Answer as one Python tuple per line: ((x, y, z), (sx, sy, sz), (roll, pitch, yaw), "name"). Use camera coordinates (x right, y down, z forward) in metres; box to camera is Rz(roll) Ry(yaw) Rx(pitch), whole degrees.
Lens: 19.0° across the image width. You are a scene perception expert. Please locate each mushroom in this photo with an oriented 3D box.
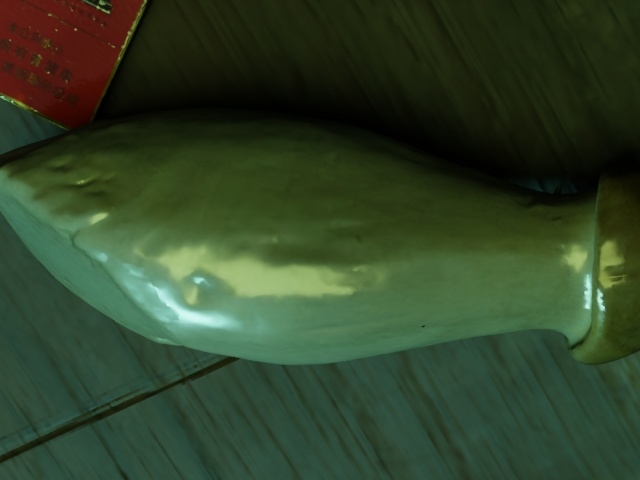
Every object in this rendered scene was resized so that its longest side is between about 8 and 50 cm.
((0.000, 0.000, 0.930), (0.350, 0.128, 0.128), (5, 114, 3), "mushroom")

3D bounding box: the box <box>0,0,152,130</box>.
((-0.130, -0.126, 0.951), (0.090, 0.023, 0.133), (27, 115, -5), "box")
